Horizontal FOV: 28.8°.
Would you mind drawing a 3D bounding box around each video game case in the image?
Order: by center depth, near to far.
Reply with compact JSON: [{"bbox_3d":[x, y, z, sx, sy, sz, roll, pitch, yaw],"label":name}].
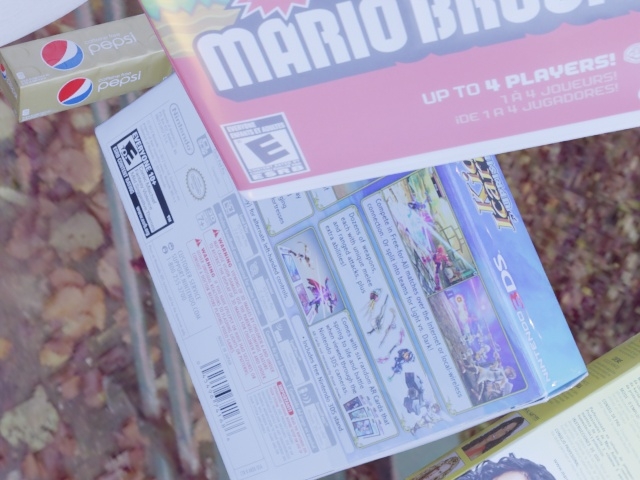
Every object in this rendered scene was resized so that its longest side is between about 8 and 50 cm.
[{"bbox_3d":[0.030,-0.119,0.367,0.204,0.025,0.285,-11,143,11],"label":"video game case"},{"bbox_3d":[0.000,0.000,0.759,0.061,0.244,0.269,-15,80,-50],"label":"video game case"}]

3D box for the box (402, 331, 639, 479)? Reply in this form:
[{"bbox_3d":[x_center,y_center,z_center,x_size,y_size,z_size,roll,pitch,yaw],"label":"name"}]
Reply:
[{"bbox_3d":[0.155,0.149,0.813,0.232,0.058,0.087,-33,96,-2],"label":"box"}]

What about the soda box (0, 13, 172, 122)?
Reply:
[{"bbox_3d":[-0.251,-0.189,1.349,0.181,0.061,0.058,-20,151,-26],"label":"soda box"}]

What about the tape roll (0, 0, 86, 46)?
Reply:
[{"bbox_3d":[-0.232,-0.248,0.756,0.392,0.072,0.392,-29,161,-11],"label":"tape roll"}]
